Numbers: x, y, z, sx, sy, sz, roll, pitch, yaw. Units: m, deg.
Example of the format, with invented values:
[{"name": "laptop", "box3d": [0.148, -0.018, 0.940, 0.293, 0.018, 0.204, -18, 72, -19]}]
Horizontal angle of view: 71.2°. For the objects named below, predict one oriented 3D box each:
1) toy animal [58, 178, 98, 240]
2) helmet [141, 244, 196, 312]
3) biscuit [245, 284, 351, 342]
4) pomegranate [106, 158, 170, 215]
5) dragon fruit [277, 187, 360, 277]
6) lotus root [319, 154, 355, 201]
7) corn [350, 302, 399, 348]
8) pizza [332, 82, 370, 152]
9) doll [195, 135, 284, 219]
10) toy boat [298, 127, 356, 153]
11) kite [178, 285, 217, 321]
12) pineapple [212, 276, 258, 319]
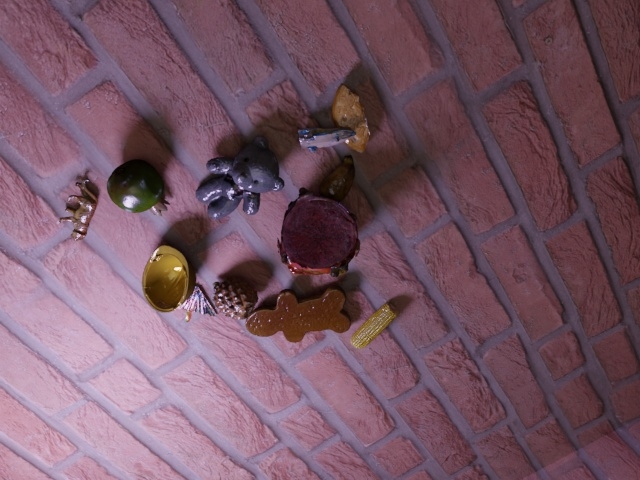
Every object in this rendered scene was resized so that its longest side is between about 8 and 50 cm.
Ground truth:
[{"name": "toy animal", "box3d": [-0.854, -0.109, 1.593, 0.099, 0.056, 0.241, 25, 106, -23]}, {"name": "helmet", "box3d": [-0.546, 0.140, 1.690, 0.205, 0.140, 0.256, 24, 100, 17]}, {"name": "biscuit", "box3d": [-0.097, 0.302, 1.854, 0.433, 0.064, 0.282, -11, 123, -1]}, {"name": "pomegranate", "box3d": [-0.615, -0.168, 1.542, 0.187, 0.187, 0.225, -31, 141, 6]}, {"name": "dragon fruit", "box3d": [0.000, 0.000, 1.651, 0.297, 0.263, 0.314, 10, 72, 5]}, {"name": "lotus root", "box3d": [0.072, -0.223, 1.639, 0.108, 0.094, 0.190, 21, 107, -52]}, {"name": "corn", "box3d": [0.228, 0.368, 1.914, 0.081, 0.081, 0.248, 39, 103, -20]}, {"name": "pizza", "box3d": [0.105, -0.425, 1.572, 0.127, 0.058, 0.246, -28, 114, 8]}, {"name": "doll", "box3d": [-0.290, -0.196, 1.566, 0.341, 0.158, 0.245, -30, 101, 9]}, {"name": "toy boat", "box3d": [0.021, -0.359, 1.560, 0.211, 0.066, 0.084, -5, 137, 12]}, {"name": "kite", "box3d": [-0.532, 0.254, 1.807, 0.241, 0.014, 0.183, 12, 114, -12]}, {"name": "pineapple", "box3d": [-0.346, 0.220, 1.747, 0.193, 0.166, 0.166, 34, 107, 11]}]
